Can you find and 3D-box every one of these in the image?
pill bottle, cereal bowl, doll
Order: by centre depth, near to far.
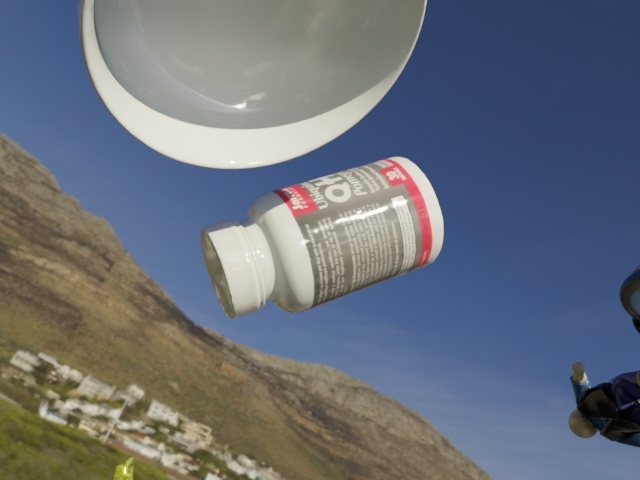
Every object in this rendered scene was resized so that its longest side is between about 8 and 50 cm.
[{"bbox_3d":[-0.073,-0.242,0.626,0.338,0.141,0.339,-16,-37,-13],"label":"cereal bowl"},{"bbox_3d":[0.347,0.193,0.722,0.129,0.046,0.189,43,-26,16],"label":"doll"},{"bbox_3d":[0.000,0.000,0.887,0.176,0.318,0.176,52,-28,43],"label":"pill bottle"}]

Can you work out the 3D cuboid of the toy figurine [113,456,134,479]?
[{"bbox_3d":[-0.280,0.357,0.570,0.217,0.191,0.362,-9,3,-14],"label":"toy figurine"}]

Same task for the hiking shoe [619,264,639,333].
[{"bbox_3d":[0.332,0.106,0.542,0.113,0.132,0.304,48,8,-11],"label":"hiking shoe"}]
